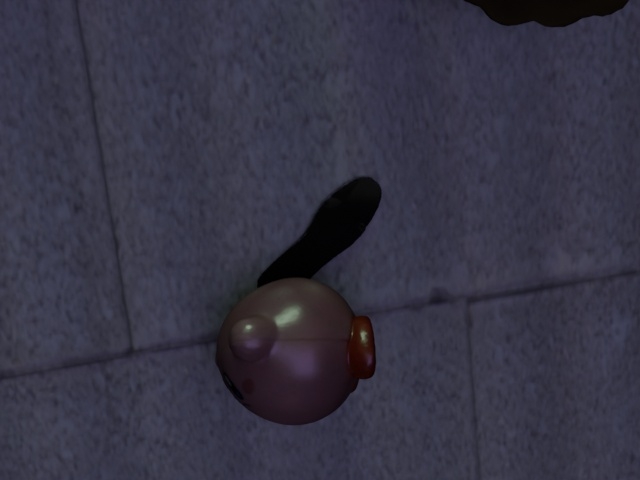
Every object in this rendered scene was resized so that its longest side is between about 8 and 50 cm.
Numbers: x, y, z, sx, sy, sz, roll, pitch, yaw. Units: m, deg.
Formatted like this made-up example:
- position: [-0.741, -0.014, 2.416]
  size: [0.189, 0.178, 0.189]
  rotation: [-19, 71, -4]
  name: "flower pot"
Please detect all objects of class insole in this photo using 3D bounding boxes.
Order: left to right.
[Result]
- position: [0.000, 0.000, 1.713]
  size: [0.188, 0.004, 0.064]
  rotation: [-45, 111, 6]
  name: "insole"

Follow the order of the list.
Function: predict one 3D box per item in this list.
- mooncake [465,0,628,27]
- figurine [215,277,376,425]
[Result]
- position: [0.220, -0.388, 1.525]
  size: [0.324, 0.187, 0.324]
  rotation: [-5, 112, -11]
  name: "mooncake"
- position: [-0.033, 0.124, 1.665]
  size: [0.173, 0.173, 0.173]
  rotation: [-4, 110, -11]
  name: "figurine"
